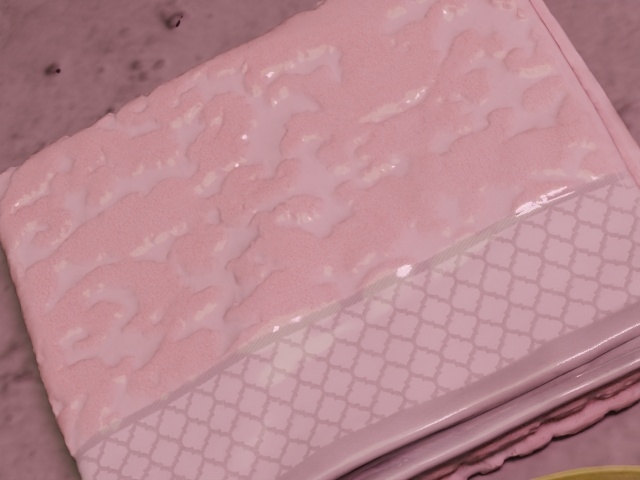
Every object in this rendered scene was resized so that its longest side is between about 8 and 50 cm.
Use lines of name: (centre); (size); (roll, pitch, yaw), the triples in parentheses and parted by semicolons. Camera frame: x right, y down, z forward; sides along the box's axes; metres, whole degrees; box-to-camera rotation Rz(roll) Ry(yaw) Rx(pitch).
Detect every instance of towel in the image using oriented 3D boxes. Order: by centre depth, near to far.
towel: (0.000, 0.000, 0.764); (0.332, 0.053, 0.317); (-27, 49, 2)

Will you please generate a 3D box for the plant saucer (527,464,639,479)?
plant saucer: (0.115, 0.204, 0.571); (0.241, 0.037, 0.241); (-11, 52, 14)
